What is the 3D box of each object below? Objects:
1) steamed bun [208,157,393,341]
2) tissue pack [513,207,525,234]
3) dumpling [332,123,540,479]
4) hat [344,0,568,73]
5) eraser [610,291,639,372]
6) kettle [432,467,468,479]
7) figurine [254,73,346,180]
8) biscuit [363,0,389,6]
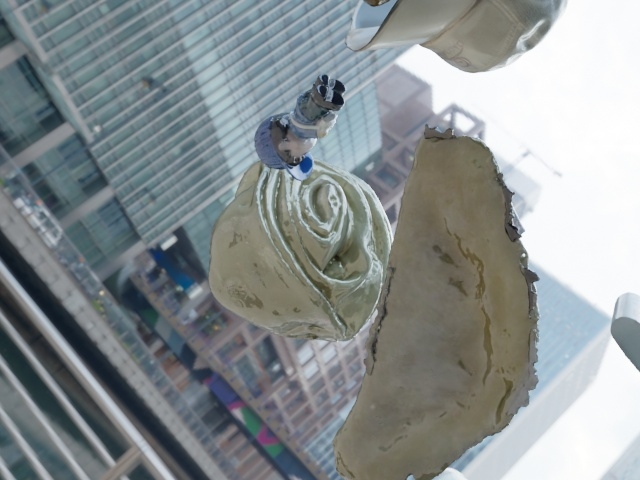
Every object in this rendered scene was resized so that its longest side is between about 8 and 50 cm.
[{"bbox_3d":[-0.003,0.009,1.268,0.324,0.309,0.219,34,-29,-23],"label":"steamed bun"},{"bbox_3d":[0.290,-0.041,1.380,0.155,0.116,0.065,52,1,-42],"label":"tissue pack"},{"bbox_3d":[0.120,0.080,0.650,0.166,0.086,0.332,22,-74,32],"label":"dumpling"},{"bbox_3d":[0.164,-0.271,0.900,0.232,0.275,0.161,-18,-87,66],"label":"hat"},{"bbox_3d":[0.768,0.225,1.823,0.174,0.081,0.227,54,25,5],"label":"eraser"},{"bbox_3d":[0.179,0.437,0.699,0.377,0.250,0.361,41,-26,30],"label":"kettle"},{"bbox_3d":[-0.026,-0.142,0.969,0.087,0.086,0.149,19,-39,-20],"label":"figurine"},{"bbox_3d":[0.009,-0.441,0.714,0.368,0.076,0.394,75,-11,-57],"label":"biscuit"}]
